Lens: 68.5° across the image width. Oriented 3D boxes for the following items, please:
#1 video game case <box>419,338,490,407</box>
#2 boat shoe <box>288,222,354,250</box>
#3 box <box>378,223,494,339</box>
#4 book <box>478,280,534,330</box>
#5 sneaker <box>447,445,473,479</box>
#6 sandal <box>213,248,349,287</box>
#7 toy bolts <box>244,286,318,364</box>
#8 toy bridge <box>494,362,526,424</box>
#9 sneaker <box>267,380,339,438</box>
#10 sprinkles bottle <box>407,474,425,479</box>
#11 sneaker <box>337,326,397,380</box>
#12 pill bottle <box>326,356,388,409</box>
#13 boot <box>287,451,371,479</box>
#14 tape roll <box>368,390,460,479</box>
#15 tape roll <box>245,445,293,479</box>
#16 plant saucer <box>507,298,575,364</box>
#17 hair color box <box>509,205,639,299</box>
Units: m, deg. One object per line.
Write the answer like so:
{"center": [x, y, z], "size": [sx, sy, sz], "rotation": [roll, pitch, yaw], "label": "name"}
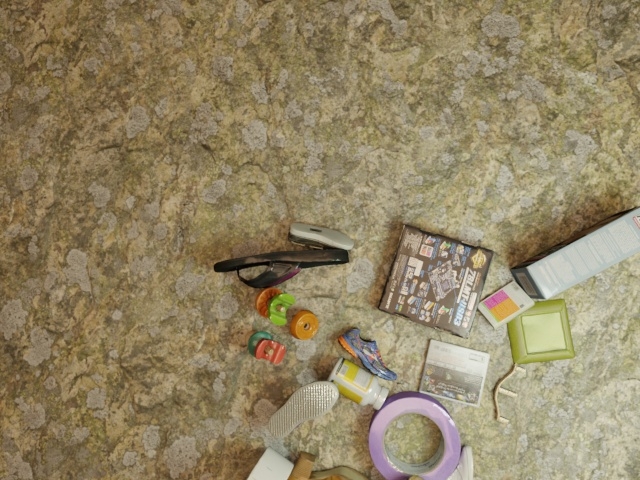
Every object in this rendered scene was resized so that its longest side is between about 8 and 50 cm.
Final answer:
{"center": [0.426, 0.421, 1.496], "size": [0.191, 0.022, 0.173], "rotation": [13, 86, 7], "label": "video game case"}
{"center": [0.000, 0.000, 1.561], "size": [0.220, 0.077, 0.070], "rotation": [16, 122, 4], "label": "boat shoe"}
{"center": [0.365, 0.129, 1.502], "size": [0.294, 0.073, 0.295], "rotation": [17, 87, 7], "label": "box"}
{"center": [0.576, 0.201, 1.473], "size": [0.144, 0.035, 0.096], "rotation": [-33, 50, 4], "label": "book"}
{"center": [0.419, 0.735, 1.447], "size": [0.094, 0.080, 0.212], "rotation": [7, 87, 19], "label": "sneaker"}
{"center": [-0.130, 0.096, 1.513], "size": [0.446, 0.167, 0.106], "rotation": [-5, 81, 6], "label": "sandal"}
{"center": [-0.148, 0.283, 1.543], "size": [0.218, 0.159, 0.228], "rotation": [33, 80, -34], "label": "toy bolts"}
{"center": [0.581, 0.473, 1.470], "size": [0.063, 0.026, 0.188], "rotation": [19, 88, 9], "label": "toy bridge"}
{"center": [-0.030, 0.498, 1.463], "size": [0.282, 0.161, 0.102], "rotation": [-39, 74, 27], "label": "sneaker"}
{"center": [0.189, 0.842, 1.387], "size": [0.121, 0.121, 0.355], "rotation": [43, 109, 8], "label": "sprinkles bottle"}
{"center": [0.162, 0.364, 1.504], "size": [0.221, 0.083, 0.087], "rotation": [41, 83, 5], "label": "sneaker"}
{"center": [0.117, 0.456, 1.487], "size": [0.184, 0.103, 0.103], "rotation": [29, 89, 8], "label": "pill bottle"}
{"center": [0.025, 0.818, 1.478], "size": [0.295, 0.104, 0.211], "rotation": [19, 93, 13], "label": "boot"}
{"center": [0.288, 0.617, 1.461], "size": [0.275, 0.090, 0.274], "rotation": [-1, 86, 7], "label": "tape roll"}
{"center": [-0.200, 0.768, 1.407], "size": [0.100, 0.286, 0.286], "rotation": [34, 90, 9], "label": "tape roll"}
{"center": [0.688, 0.286, 1.464], "size": [0.189, 0.045, 0.188], "rotation": [-8, 84, 6], "label": "plant saucer"}
{"center": [0.783, 0.041, 1.402], "size": [0.375, 0.185, 0.113], "rotation": [-28, 82, 4], "label": "hair color box"}
